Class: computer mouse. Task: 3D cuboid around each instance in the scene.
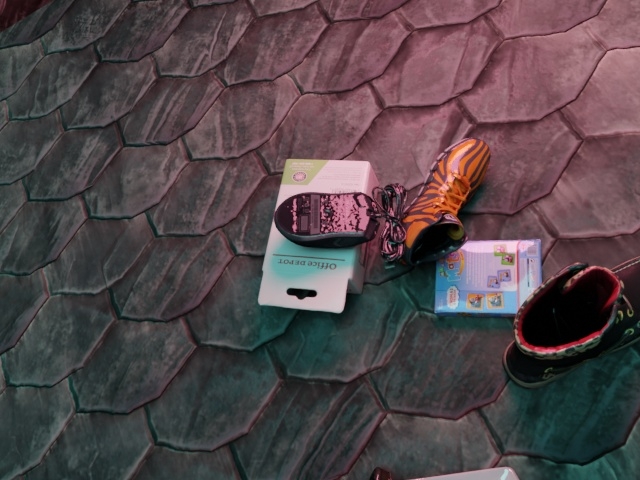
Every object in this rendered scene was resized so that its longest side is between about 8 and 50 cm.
[{"bbox_3d":[0.041,-0.031,1.243,0.273,0.072,0.188,3,62,6],"label":"computer mouse"}]

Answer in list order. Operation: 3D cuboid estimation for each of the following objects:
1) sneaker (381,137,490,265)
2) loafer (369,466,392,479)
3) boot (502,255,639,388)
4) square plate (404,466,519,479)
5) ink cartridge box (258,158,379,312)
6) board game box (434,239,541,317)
[{"bbox_3d":[0.273,-0.070,1.243,0.321,0.125,0.180,-54,19,1],"label":"sneaker"},{"bbox_3d":[0.139,0.535,1.112,0.079,0.080,0.219,-4,65,-10],"label":"loafer"},{"bbox_3d":[0.485,0.116,1.046,0.378,0.284,0.138,-31,63,5],"label":"boot"},{"bbox_3d":[0.212,0.540,0.966,0.348,0.049,0.344,-5,33,-6],"label":"square plate"},{"bbox_3d":[0.000,0.000,1.345,0.207,0.119,0.353,4,69,18],"label":"ink cartridge box"},{"bbox_3d":[0.348,0.079,1.245,0.212,0.039,0.160,-1,68,17],"label":"board game box"}]
